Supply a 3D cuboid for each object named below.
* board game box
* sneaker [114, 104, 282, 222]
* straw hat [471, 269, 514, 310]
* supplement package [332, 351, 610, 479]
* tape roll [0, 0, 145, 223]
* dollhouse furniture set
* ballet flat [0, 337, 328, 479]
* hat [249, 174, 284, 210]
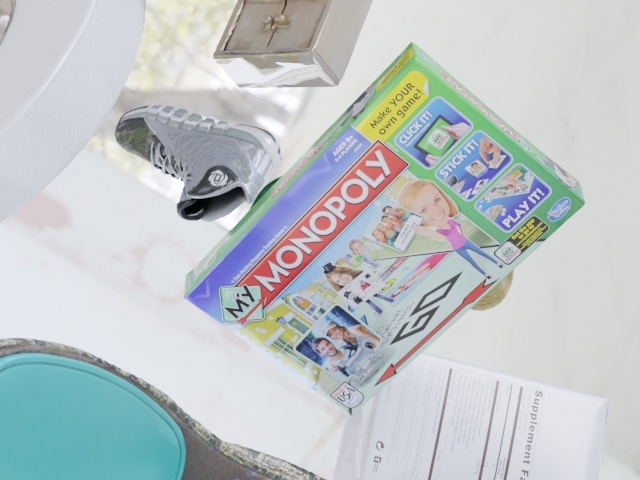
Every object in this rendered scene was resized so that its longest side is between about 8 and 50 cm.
[{"bbox_3d":[0.055,-0.001,1.291,0.317,0.213,0.046,-45,-158,22],"label":"board game box"},{"bbox_3d":[-0.172,-0.089,1.717,0.086,0.228,0.132,69,36,-50],"label":"sneaker"},{"bbox_3d":[0.190,0.003,1.592,0.061,0.144,0.144,-18,162,-38],"label":"straw hat"},{"bbox_3d":[0.186,0.255,1.759,0.177,0.292,0.175,136,-33,-74],"label":"supplement package"},{"bbox_3d":[-0.334,-0.146,1.239,0.392,0.072,0.392,-18,-134,20],"label":"tape roll"},{"bbox_3d":[-0.090,-0.397,1.631,0.362,0.394,0.257,3,-119,35],"label":"dollhouse furniture set"},{"bbox_3d":[-0.138,0.212,1.144,0.182,0.482,0.164,2,-113,51],"label":"ballet flat"},{"bbox_3d":[0.000,0.000,2.052,0.183,0.173,0.209,-1,-115,57],"label":"hat"}]
